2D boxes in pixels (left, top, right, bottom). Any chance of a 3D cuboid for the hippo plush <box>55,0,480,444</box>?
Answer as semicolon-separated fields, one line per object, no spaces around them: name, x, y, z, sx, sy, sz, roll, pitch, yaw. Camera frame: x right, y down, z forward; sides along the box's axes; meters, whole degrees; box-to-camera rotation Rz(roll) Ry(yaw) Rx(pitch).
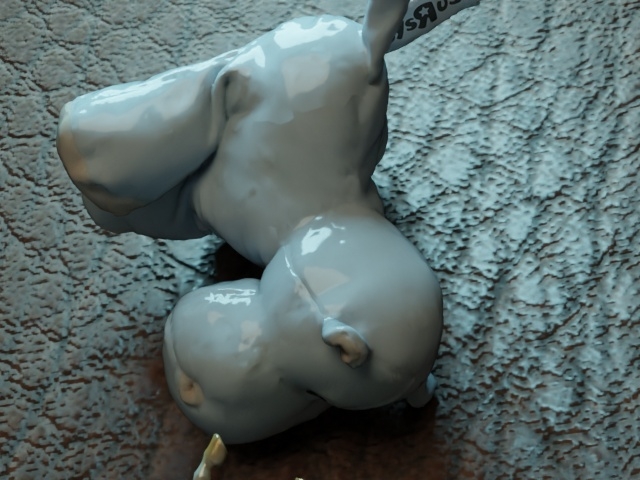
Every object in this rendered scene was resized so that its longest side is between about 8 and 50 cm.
hippo plush;0.000;0.000;1.084;0.294;0.234;0.237;-23;74;17

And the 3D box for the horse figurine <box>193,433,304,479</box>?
horse figurine;-0.004;0.220;0.878;0.263;0.066;0.174;26;78;3
